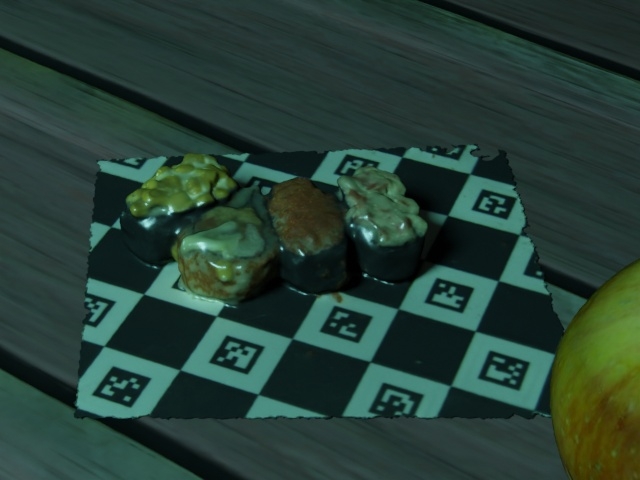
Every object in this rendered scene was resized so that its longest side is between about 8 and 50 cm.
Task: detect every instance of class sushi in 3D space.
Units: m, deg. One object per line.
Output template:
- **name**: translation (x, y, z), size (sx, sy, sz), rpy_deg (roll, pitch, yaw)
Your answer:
- **sushi**: translation (0.000, 0.000, 0.855), size (0.290, 0.050, 0.264), rpy_deg (-1, 40, -4)

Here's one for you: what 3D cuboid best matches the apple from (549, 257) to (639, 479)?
- **apple**: translation (0.230, 0.095, 0.662), size (0.235, 0.173, 0.210), rpy_deg (20, 46, 33)
